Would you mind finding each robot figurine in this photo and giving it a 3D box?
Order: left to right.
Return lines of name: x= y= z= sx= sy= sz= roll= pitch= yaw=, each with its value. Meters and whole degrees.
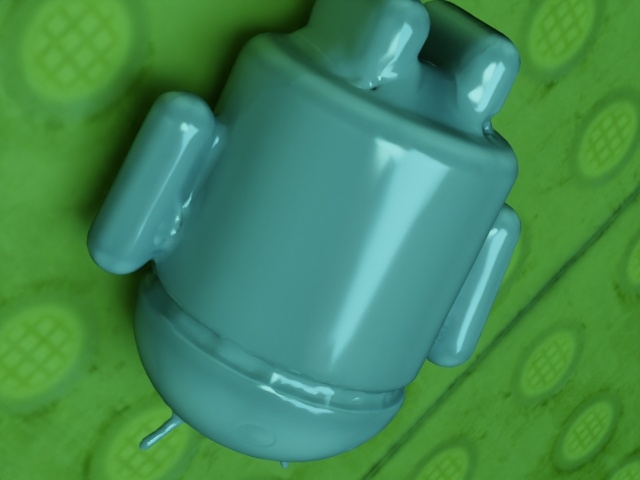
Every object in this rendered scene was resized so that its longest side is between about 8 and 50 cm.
robot figurine: x=0.000 y=0.000 z=0.910 sx=0.299 sy=0.200 sz=0.354 roll=19 pitch=106 yaw=-24
